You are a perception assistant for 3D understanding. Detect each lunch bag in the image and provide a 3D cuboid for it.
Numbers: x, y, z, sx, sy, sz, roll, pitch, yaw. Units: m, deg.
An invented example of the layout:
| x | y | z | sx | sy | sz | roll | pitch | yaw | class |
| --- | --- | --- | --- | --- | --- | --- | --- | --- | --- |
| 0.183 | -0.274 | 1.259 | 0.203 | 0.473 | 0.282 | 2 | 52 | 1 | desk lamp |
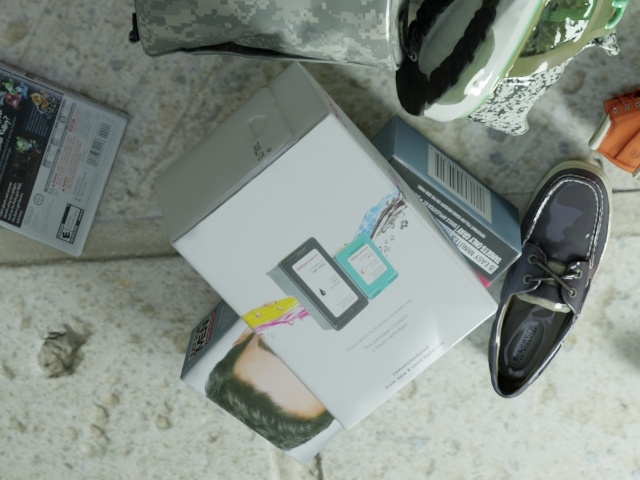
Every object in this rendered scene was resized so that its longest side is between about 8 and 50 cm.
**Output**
| x | y | z | sx | sy | sz | roll | pitch | yaw | class |
| --- | --- | --- | --- | --- | --- | --- | --- | --- | --- |
| -0.047 | -0.301 | 1.785 | 0.305 | 0.212 | 0.256 | 5 | 110 | 7 | lunch bag |

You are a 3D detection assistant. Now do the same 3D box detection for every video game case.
| x | y | z | sx | sy | sz | roll | pitch | yaw | class |
| --- | --- | --- | --- | --- | --- | --- | --- | --- | --- |
| -0.327 | -0.094 | 2.035 | 0.173 | 0.022 | 0.190 | 22 | 117 | -1 | video game case |

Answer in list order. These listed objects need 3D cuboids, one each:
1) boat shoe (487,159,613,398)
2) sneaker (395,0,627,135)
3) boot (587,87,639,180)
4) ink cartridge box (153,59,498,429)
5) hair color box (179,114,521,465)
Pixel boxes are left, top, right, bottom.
| x | y | z | sx | sy | sz | roll | pitch | yaw | class |
| --- | --- | --- | --- | --- | --- | --- | --- | --- | --- |
| 0.252 | 0.051 | 1.962 | 0.103 | 0.092 | 0.285 | 19 | 116 | 1 | boat shoe |
| 0.258 | -0.268 | 1.821 | 0.182 | 0.158 | 0.410 | 25 | 118 | -37 | sneaker |
| 0.347 | -0.143 | 1.880 | 0.084 | 0.059 | 0.158 | 29 | 117 | 1 | boot |
| 0.000 | 0.000 | 1.750 | 0.197 | 0.198 | 0.270 | -40 | 112 | 6 | ink cartridge box |
| 0.031 | 0.061 | 1.984 | 0.185 | 0.113 | 0.374 | 37 | 115 | -15 | hair color box |
